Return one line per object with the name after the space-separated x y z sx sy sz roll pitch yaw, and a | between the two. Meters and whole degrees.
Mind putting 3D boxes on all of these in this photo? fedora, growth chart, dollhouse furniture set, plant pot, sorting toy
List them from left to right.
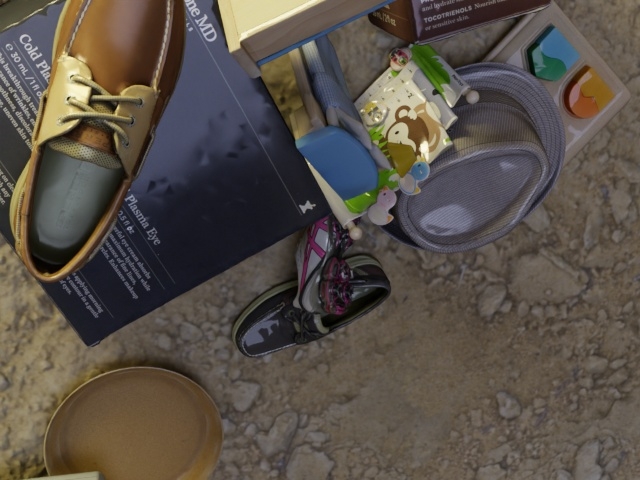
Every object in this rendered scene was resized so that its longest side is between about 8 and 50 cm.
-0.249 0.267 1.265 0.236 0.032 0.236 -5 112 -13 | plant pot
0.036 -0.245 1.021 0.198 0.286 0.303 -22 149 13 | dollhouse furniture set
0.081 -0.128 1.136 0.237 0.172 0.021 -48 147 8 | growth chart
0.189 -0.081 1.173 0.275 0.124 0.244 -23 116 6 | fedora
0.291 -0.182 1.233 0.193 0.038 0.208 -46 116 5 | sorting toy

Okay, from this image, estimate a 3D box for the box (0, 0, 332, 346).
-0.209 -0.119 1.026 0.312 0.179 0.343 -28 117 2 | box

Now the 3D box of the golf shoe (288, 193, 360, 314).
0.000 0.000 1.190 0.067 0.086 0.186 26 69 -55 | golf shoe

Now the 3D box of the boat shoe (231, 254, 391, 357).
-0.011 0.093 1.238 0.223 0.073 0.080 -27 116 -5 | boat shoe

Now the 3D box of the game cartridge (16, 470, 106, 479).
-0.356 0.439 1.271 0.198 0.062 0.297 -6 119 -13 | game cartridge

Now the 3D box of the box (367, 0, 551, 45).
0.135 -0.347 1.046 0.167 0.168 0.203 -18 115 -9 | box

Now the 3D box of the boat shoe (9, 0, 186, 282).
-0.203 -0.103 0.868 0.122 0.120 0.324 14 110 -18 | boat shoe
